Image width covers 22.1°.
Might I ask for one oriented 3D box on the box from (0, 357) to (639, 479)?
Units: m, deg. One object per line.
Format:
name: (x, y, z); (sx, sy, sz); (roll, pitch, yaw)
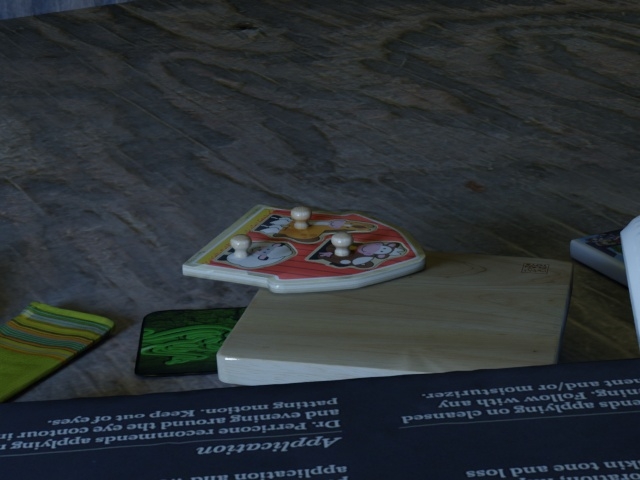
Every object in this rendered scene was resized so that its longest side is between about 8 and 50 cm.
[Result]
box: (0.023, 0.177, 0.428); (0.343, 0.179, 0.312); (-4, 19, -1)

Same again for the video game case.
video game case: (0.379, 0.021, 1.623); (0.183, 0.023, 0.201); (-12, 22, -23)

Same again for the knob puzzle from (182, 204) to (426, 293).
knob puzzle: (0.000, 0.000, 1.443); (0.213, 0.030, 0.213); (-1, 20, 0)

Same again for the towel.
towel: (-0.292, 0.111, 1.475); (0.102, 0.021, 0.237); (7, 22, 28)

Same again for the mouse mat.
mouse mat: (-0.075, 0.090, 1.521); (0.190, 0.007, 0.152); (-4, 20, -1)

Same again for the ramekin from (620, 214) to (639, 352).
ramekin: (0.298, 0.064, 1.261); (0.109, 0.207, 0.207); (-9, 19, 10)

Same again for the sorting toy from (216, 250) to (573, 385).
sorting toy: (0.071, 0.094, 1.359); (0.257, 0.089, 0.255); (4, 21, 12)
